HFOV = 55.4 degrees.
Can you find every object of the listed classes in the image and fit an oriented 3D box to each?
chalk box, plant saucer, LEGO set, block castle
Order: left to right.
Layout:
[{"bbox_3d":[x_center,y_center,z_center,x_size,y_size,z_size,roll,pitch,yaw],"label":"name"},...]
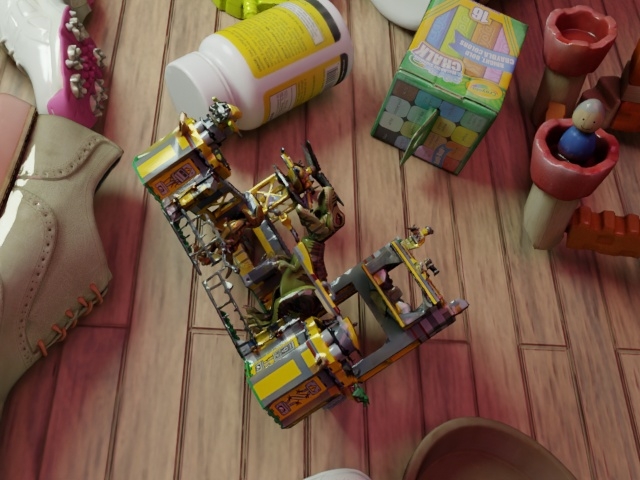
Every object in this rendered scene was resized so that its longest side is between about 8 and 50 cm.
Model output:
[{"bbox_3d":[0.000,0.000,0.572,0.192,0.255,0.331,-34,61,3],"label":"LEGO set"},{"bbox_3d":[0.155,-0.183,0.769,0.132,0.132,0.213,24,63,1],"label":"chalk box"},{"bbox_3d":[0.173,0.292,0.532,0.277,0.041,0.278,22,42,-22],"label":"plant saucer"},{"bbox_3d":[0.472,-0.121,0.692,0.453,0.213,0.303,11,55,11],"label":"block castle"}]

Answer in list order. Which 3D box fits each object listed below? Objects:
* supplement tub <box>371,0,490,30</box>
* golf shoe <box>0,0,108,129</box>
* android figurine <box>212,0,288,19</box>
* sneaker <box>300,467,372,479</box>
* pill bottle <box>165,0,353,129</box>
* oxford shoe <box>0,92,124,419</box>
[{"bbox_3d":[0.221,-0.460,0.865,0.316,0.228,0.228,-35,75,-24],"label":"supplement tub"},{"bbox_3d":[-0.338,-0.244,0.722,0.140,0.115,0.306,-15,65,-2],"label":"golf shoe"},{"bbox_3d":[-0.078,-0.412,0.878,0.248,0.056,0.273,0,62,-12],"label":"android figurine"},{"bbox_3d":[-0.053,0.271,0.477,0.292,0.169,0.108,-26,70,-24],"label":"sneaker"},{"bbox_3d":[-0.072,-0.208,0.739,0.208,0.119,0.119,-33,75,-25],"label":"pill bottle"},{"bbox_3d":[-0.269,0.055,0.561,0.146,0.140,0.397,14,69,-27],"label":"oxford shoe"}]
